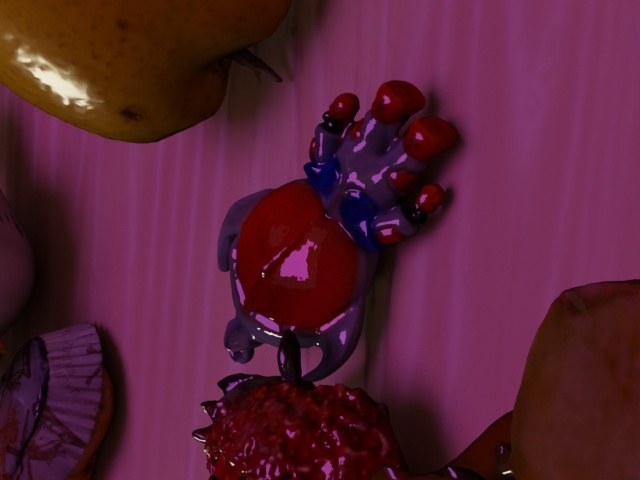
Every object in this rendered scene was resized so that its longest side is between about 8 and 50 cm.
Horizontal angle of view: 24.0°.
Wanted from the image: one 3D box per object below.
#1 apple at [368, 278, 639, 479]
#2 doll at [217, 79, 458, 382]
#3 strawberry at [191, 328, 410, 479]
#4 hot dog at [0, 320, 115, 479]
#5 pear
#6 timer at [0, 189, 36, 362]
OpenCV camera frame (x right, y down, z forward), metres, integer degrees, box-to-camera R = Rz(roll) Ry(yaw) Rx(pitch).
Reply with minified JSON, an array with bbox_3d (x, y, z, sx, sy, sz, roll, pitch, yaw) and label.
[{"bbox_3d":[0.129,0.193,0.433,0.328,0.295,0.365,-23,60,11],"label":"apple"},{"bbox_3d":[0.000,-0.001,0.797,0.104,0.062,0.195,40,121,6],"label":"doll"},{"bbox_3d":[-0.010,0.150,0.766,0.140,0.085,0.192,13,113,50],"label":"strawberry"},{"bbox_3d":[-0.216,0.162,1.086,0.253,0.069,0.131,-55,39,34],"label":"hot dog"},{"bbox_3d":[-0.150,-0.227,0.866,0.285,0.285,0.336,15,141,53],"label":"pear"},{"bbox_3d":[-0.329,0.019,1.093,0.233,0.233,0.240,-40,78,46],"label":"timer"}]
